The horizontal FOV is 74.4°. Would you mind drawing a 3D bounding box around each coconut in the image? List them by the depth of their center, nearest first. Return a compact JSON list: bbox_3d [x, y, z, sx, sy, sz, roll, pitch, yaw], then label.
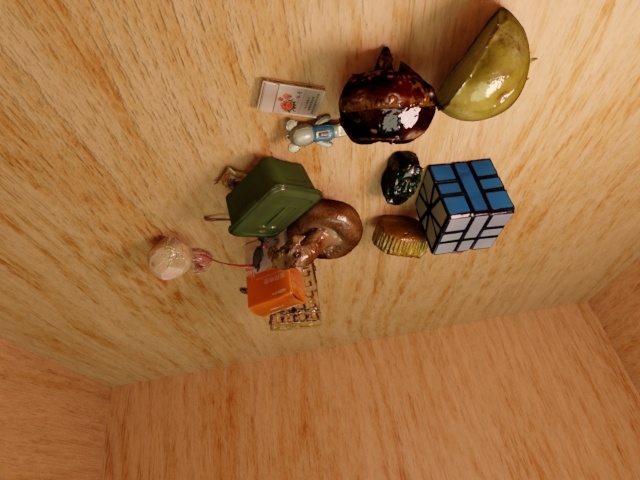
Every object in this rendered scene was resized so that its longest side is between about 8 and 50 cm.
[{"bbox_3d":[-0.658,0.083,1.837,0.195,0.194,0.194,-7,148,-5],"label":"coconut"}]

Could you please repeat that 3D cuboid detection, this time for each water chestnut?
[{"bbox_3d":[0.187,-0.419,1.237,0.300,0.299,0.300,-7,148,-5],"label":"water chestnut"}]

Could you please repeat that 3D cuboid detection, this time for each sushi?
[{"bbox_3d":[0.321,-0.238,1.666,0.124,0.127,0.225,-1,145,-15],"label":"sushi"}]

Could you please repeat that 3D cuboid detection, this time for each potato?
[{"bbox_3d":[0.485,-0.438,1.197,0.213,0.280,0.330,30,133,-5],"label":"potato"}]

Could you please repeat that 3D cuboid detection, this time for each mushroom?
[{"bbox_3d":[0.012,-0.017,1.734,0.334,0.356,0.331,29,120,-23],"label":"mushroom"}]

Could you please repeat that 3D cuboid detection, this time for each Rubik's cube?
[{"bbox_3d":[0.585,-0.136,1.760,0.284,0.288,0.293,-9,150,-4],"label":"Rubik's cube"}]

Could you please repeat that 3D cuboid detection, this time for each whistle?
[{"bbox_3d":[-0.004,-0.366,1.425,0.236,0.077,0.113,-11,116,-10],"label":"whistle"}]

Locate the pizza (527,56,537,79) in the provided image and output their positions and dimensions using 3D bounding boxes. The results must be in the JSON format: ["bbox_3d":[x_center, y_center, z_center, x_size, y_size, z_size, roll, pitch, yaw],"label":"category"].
[{"bbox_3d":[0.558,-0.531,1.357,0.262,0.034,0.181,-17,147,15],"label":"pizza"}]

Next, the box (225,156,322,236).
[{"bbox_3d":[-0.191,-0.156,1.572,0.329,0.177,0.253,-38,155,33],"label":"box"}]

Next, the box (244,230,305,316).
[{"bbox_3d":[-0.212,0.153,1.923,0.225,0.341,0.143,-21,145,17],"label":"box"}]

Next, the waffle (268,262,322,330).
[{"bbox_3d":[-0.141,0.254,2.073,0.261,0.375,0.114,-1,147,-12],"label":"waffle"}]

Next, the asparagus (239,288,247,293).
[{"bbox_3d":[-0.392,0.297,2.390,0.036,0.030,0.165,-7,160,44],"label":"asparagus"}]

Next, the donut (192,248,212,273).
[{"bbox_3d":[-0.568,0.097,1.993,0.117,0.065,0.166,-15,149,9],"label":"donut"}]

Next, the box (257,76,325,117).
[{"bbox_3d":[-0.092,-0.442,1.317,0.199,0.029,0.109,2,146,-20],"label":"box"}]

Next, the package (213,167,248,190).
[{"bbox_3d":[-0.324,-0.226,1.587,0.121,0.031,0.108,16,140,-34],"label":"package"}]

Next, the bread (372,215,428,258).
[{"bbox_3d":[0.371,-0.021,1.936,0.254,0.227,0.142,8,123,-19],"label":"bread"}]

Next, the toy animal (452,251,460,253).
[{"bbox_3d":[0.678,-0.050,2.033,0.195,0.169,0.281,-43,159,-35],"label":"toy animal"}]

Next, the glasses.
[{"bbox_3d":[-0.366,0.014,1.804,0.269,0.118,0.234,3,114,-23],"label":"glasses"}]
